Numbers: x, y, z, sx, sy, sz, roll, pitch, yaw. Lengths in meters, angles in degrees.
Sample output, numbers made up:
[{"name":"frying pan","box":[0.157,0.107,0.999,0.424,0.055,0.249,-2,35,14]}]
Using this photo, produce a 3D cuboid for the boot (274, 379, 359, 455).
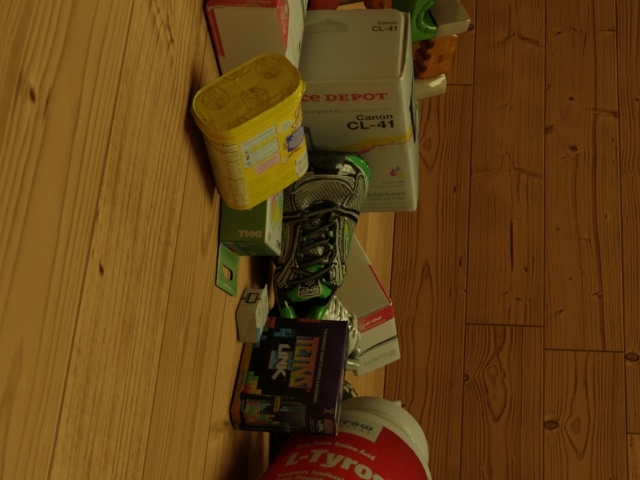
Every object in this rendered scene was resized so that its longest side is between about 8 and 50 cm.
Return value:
[{"name":"boot","box":[0.003,0.396,1.960,0.284,0.138,0.377,19,66,-79]}]

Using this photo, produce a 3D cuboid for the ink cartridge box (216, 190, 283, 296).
[{"name":"ink cartridge box","box":[-0.086,-0.037,1.521,0.109,0.062,0.209,53,39,-77]}]

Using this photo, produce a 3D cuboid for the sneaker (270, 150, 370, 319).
[{"name":"sneaker","box":[0.000,0.000,1.676,0.343,0.134,0.146,97,-8,-53]}]

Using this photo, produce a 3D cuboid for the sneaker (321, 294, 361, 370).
[{"name":"sneaker","box":[0.007,0.129,2.008,0.292,0.118,0.110,79,17,-51]}]

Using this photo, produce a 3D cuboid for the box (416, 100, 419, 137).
[{"name":"box","box":[0.063,-0.222,2.016,0.114,0.207,0.036,82,13,-53]}]

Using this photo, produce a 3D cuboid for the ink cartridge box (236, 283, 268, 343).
[{"name":"ink cartridge box","box":[-0.092,0.098,1.619,0.083,0.028,0.048,-72,162,-62]}]

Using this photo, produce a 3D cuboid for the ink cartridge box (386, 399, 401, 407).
[{"name":"ink cartridge box","box":[0.056,0.494,2.237,0.279,0.160,0.384,35,56,-80]}]

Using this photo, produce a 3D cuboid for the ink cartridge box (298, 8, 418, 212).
[{"name":"ink cartridge box","box":[0.020,-0.172,1.669,0.306,0.226,0.131,76,16,-57]}]

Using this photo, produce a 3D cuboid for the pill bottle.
[{"name":"pill bottle","box":[0.022,0.369,1.593,0.407,0.229,0.229,-47,138,-66]}]

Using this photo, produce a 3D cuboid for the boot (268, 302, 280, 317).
[{"name":"boot","box":[-0.056,0.111,1.837,0.099,0.045,0.121,24,66,-75]}]

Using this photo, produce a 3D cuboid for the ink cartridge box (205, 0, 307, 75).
[{"name":"ink cartridge box","box":[-0.072,-0.311,1.480,0.158,0.092,0.218,80,13,-55]}]

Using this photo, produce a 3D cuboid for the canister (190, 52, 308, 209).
[{"name":"canister","box":[-0.076,-0.121,1.382,0.073,0.126,0.170,50,-17,27]}]

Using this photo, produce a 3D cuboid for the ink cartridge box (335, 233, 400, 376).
[{"name":"ink cartridge box","box":[0.064,0.125,2.223,0.237,0.100,0.172,77,-13,-59]}]

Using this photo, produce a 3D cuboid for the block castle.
[{"name":"block castle","box":[0.073,-0.414,1.697,0.453,0.213,0.303,105,-33,-57]}]

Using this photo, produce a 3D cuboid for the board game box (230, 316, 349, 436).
[{"name":"board game box","box":[-0.038,0.181,1.615,0.170,0.141,0.048,-81,169,-45]}]
